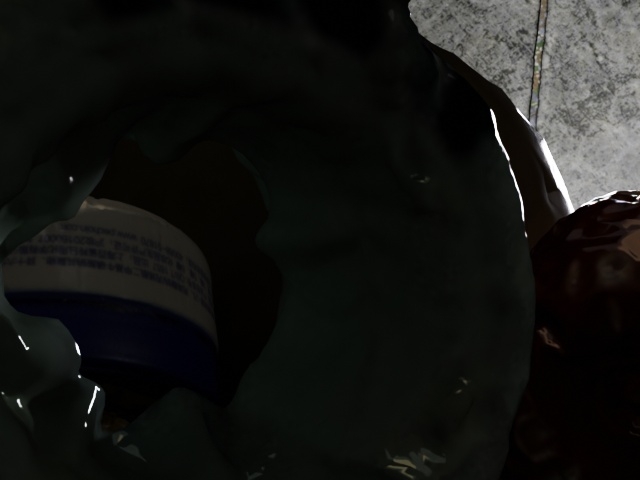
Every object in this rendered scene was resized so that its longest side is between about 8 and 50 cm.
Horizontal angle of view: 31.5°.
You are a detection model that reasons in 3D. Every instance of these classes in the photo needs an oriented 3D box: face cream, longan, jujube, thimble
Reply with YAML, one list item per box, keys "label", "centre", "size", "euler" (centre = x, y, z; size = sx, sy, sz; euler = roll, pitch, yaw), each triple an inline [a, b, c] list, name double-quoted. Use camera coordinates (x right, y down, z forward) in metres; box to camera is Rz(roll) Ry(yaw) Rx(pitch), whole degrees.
- label: "face cream"
  centre: [-0.163, 0.056, 0.667]
  size: [0.205, 0.111, 0.206]
  euler: [-4, -24, -2]
- label: "longan"
  centre: [-0.006, -0.006, 0.951]
  size: [0.435, 0.404, 0.404]
  euler: [4, -4, -24]
- label: "jujube"
  centre: [0.192, 0.079, 0.687]
  size: [0.212, 0.213, 0.232]
  euler: [4, -1, 22]
- label: "thimble"
  centre: [-0.046, 0.024, 0.379]
  size: [0.237, 0.237, 0.150]
  euler: [8, -2, -23]

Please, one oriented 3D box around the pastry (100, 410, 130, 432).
- label: "pastry"
  centre: [-0.158, 0.106, 0.570]
  size: [0.080, 0.056, 0.140]
  euler: [16, 1, 44]
